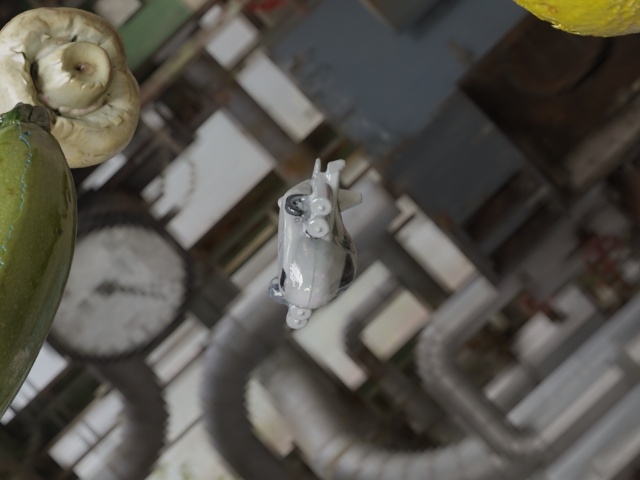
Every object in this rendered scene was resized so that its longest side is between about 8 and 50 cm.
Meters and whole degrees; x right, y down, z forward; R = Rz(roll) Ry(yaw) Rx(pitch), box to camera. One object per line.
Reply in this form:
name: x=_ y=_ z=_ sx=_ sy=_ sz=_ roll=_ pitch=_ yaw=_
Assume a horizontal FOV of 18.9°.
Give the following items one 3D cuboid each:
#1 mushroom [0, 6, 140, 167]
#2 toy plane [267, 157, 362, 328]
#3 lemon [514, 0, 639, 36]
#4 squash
mushroom: x=-0.224 y=-0.133 z=1.679 sx=0.148 sy=0.148 sz=0.112 roll=46 pitch=145 yaw=-2
toy plane: x=-0.003 y=0.000 z=1.784 sx=0.080 sy=0.174 sz=0.174 roll=10 pitch=-172 yaw=-4
lemon: x=0.289 y=-0.347 z=2.036 sx=0.310 sy=0.258 sz=0.258 roll=14 pitch=-171 yaw=-8
squash: x=-0.205 y=0.008 z=1.245 sx=0.094 sy=0.094 sz=0.341 roll=45 pitch=-148 yaw=-27
